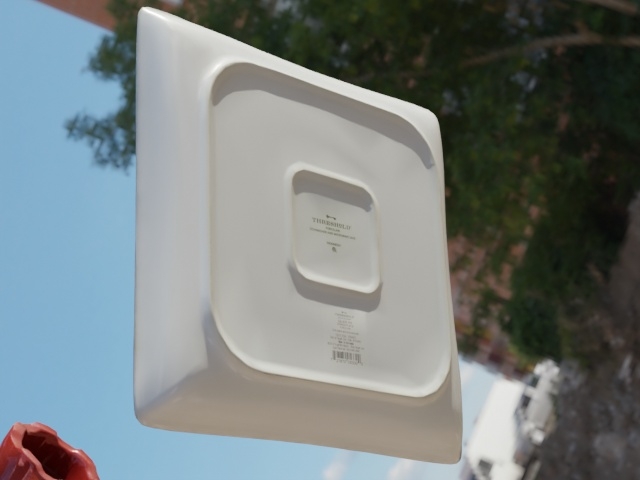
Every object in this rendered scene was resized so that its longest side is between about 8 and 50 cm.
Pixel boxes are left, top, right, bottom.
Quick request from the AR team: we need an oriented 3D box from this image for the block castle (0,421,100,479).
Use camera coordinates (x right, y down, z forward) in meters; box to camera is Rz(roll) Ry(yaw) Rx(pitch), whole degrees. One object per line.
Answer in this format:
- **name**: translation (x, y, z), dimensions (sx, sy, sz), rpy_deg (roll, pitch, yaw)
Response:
- **block castle**: translation (-0.382, 0.081, 0.881), dimensions (0.213, 0.303, 0.453), rpy_deg (-51, -37, 6)

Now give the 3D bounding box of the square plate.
- **square plate**: translation (0.000, 0.000, 1.073), dimensions (0.049, 0.347, 0.344), rpy_deg (-24, 61, 44)
